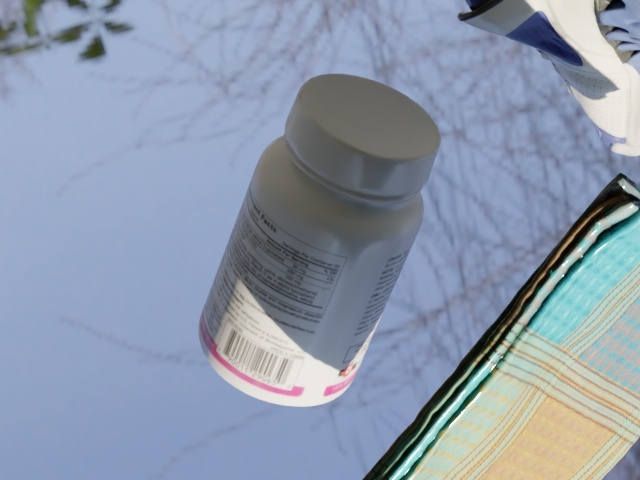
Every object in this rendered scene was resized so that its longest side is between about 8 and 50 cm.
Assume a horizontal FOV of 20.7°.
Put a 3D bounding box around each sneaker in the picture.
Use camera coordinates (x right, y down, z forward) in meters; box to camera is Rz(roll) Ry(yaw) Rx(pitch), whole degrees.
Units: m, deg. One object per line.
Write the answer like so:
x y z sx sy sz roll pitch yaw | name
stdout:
0.222 -0.204 1.544 0.182 0.315 0.127 17 -107 19 | sneaker

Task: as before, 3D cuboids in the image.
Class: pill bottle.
0.000 0.000 1.611 0.160 0.283 0.160 16 -147 -11 | pill bottle

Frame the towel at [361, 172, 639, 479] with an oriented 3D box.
0.177 0.138 1.363 0.370 0.271 0.040 -51 -128 9 | towel
